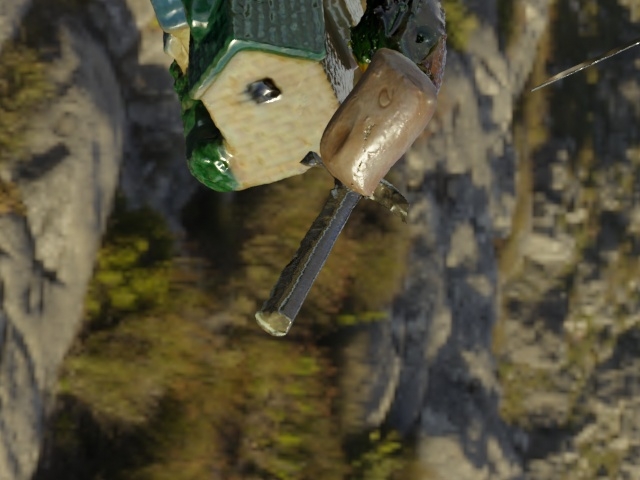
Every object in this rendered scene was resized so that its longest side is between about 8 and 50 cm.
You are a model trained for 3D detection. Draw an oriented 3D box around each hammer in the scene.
[{"bbox_3d":[0.000,0.001,1.232,0.297,0.125,0.027,-57,167,-58],"label":"hammer"}]

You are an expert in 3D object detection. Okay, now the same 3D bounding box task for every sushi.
[{"bbox_3d":[0.111,-0.291,1.984,0.287,0.149,0.140,-79,172,-50],"label":"sushi"}]

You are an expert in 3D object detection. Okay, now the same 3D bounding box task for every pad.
[{"bbox_3d":[0.348,-0.218,1.461,0.004,0.243,0.163,65,22,-4],"label":"pad"}]

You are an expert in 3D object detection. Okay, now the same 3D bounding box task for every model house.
[{"bbox_3d":[-0.115,-0.325,2.024,0.342,0.334,0.382,62,14,-46],"label":"model house"}]

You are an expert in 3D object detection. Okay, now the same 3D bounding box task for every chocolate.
[{"bbox_3d":[0.034,-0.084,0.956,0.101,0.064,0.031,-52,155,19],"label":"chocolate"}]
